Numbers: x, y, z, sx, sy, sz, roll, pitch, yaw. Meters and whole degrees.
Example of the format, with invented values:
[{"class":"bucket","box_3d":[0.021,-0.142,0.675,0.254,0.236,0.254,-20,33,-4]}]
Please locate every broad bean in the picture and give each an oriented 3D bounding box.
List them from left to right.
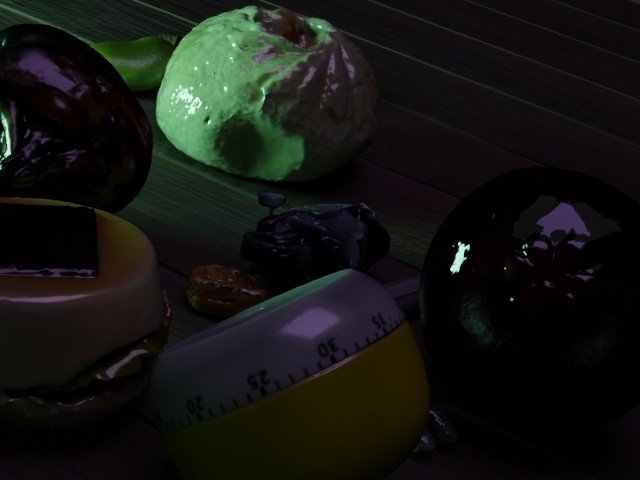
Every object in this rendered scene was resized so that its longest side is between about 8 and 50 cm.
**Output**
[{"class":"broad bean","box_3d":[-0.312,-0.291,2.174,0.174,0.082,0.124,-18,39,-31]}]

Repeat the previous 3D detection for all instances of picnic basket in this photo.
[{"class":"picnic basket","box_3d":[-0.247,-0.327,2.277,0.083,0.072,0.072,8,25,8]}]

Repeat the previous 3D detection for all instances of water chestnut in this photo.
[{"class":"water chestnut","box_3d":[-0.354,-0.121,1.625,0.289,0.289,0.244,15,58,3]}]

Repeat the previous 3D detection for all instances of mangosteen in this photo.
[{"class":"mangosteen","box_3d":[0.267,0.073,1.513,0.307,0.307,0.347,20,-4,12]}]

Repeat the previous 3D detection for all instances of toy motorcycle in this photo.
[{"class":"toy motorcycle","box_3d":[0.000,0.000,1.691,0.173,0.108,0.307,9,12,8]}]

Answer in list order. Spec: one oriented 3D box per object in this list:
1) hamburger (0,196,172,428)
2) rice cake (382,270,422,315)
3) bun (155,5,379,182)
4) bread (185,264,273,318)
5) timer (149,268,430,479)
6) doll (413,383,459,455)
[{"class":"hamburger","box_3d":[-0.300,0.074,1.344,0.302,0.170,0.302,8,24,-4]},{"class":"rice cake","box_3d":[0.065,0.088,1.633,0.055,0.049,0.270,6,16,40]},{"class":"bun","box_3d":[-0.079,-0.245,2.022,0.349,0.227,0.352,-2,28,-25]},{"class":"bread","box_3d":[-0.112,0.063,1.598,0.110,0.044,0.083,13,25,4]},{"class":"timer","box_3d":[-0.008,0.188,1.229,0.285,0.285,0.285,11,26,-6]},{"class":"doll","box_3d":[0.095,0.176,1.453,0.115,0.077,0.150,-21,53,-34]}]
